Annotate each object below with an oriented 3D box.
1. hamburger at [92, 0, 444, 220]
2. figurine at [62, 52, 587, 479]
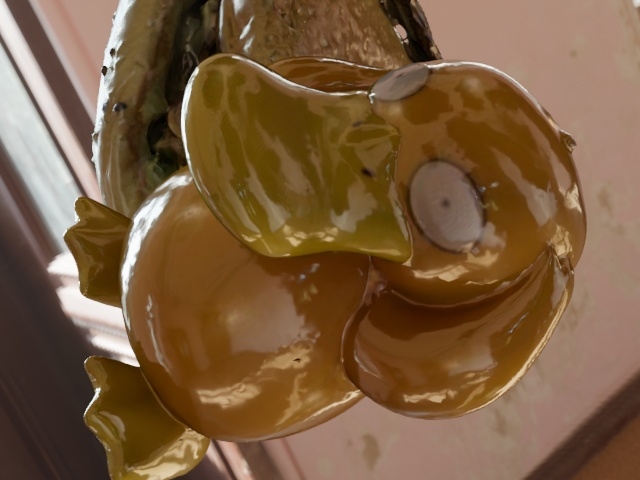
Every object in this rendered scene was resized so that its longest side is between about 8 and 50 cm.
[{"bbox_3d":[-0.025,-0.071,0.731,0.195,0.318,0.276,-2,42,28],"label":"hamburger"},{"bbox_3d":[-0.001,0.005,0.484,0.215,0.215,0.228,-43,-4,-47],"label":"figurine"}]
